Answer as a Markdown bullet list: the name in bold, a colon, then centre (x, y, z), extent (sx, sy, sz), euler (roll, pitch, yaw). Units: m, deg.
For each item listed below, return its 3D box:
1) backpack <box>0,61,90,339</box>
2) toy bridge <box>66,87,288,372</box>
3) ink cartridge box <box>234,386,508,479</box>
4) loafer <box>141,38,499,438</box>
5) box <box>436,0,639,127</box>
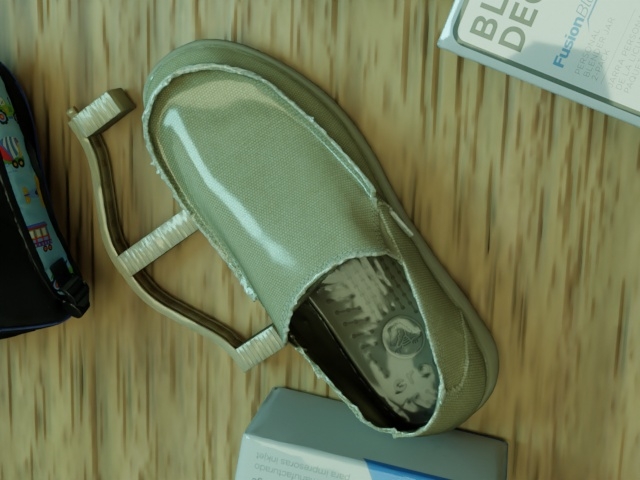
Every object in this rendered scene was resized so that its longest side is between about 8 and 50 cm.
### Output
- **backpack**: centre (-0.228, -0.024, 0.580), extent (0.116, 0.158, 0.173), euler (-15, 85, 31)
- **toy bridge**: centre (-0.094, -0.001, 0.621), extent (0.063, 0.026, 0.188), euler (-34, 94, 17)
- **ink cartridge box**: centre (0.017, 0.207, 0.613), extent (0.148, 0.086, 0.203), euler (11, 103, 8)
- **loafer**: centre (0.000, 0.000, 0.569), extent (0.102, 0.092, 0.268), euler (-42, 92, 16)
- **box**: centre (0.220, -0.118, 0.502), extent (0.289, 0.087, 0.169), euler (24, 108, 5)
